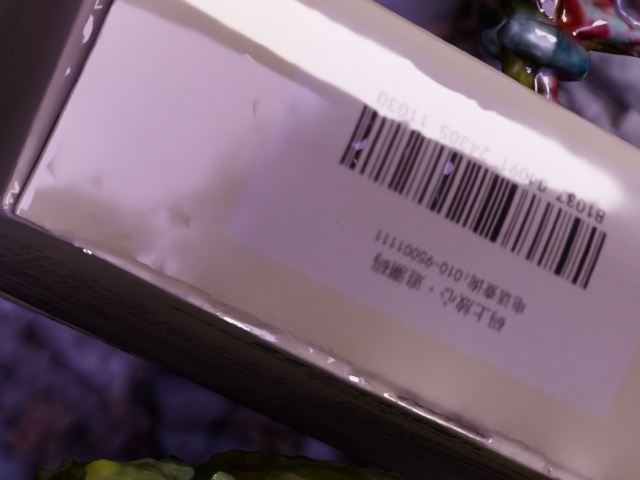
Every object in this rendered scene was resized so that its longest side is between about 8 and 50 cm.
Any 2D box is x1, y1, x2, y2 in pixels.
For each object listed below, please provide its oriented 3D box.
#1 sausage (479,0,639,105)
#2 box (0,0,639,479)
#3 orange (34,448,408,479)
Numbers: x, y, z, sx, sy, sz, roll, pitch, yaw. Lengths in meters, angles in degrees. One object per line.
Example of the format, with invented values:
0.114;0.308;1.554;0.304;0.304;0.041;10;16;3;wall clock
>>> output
0.127;-0.177;0.629;0.125;0.117;0.317;40;73;-41;sausage
0.000;0.000;0.545;0.212;0.168;0.095;27;80;-21;box
-0.028;0.195;0.497;0.300;0.223;0.301;16;58;-9;orange
